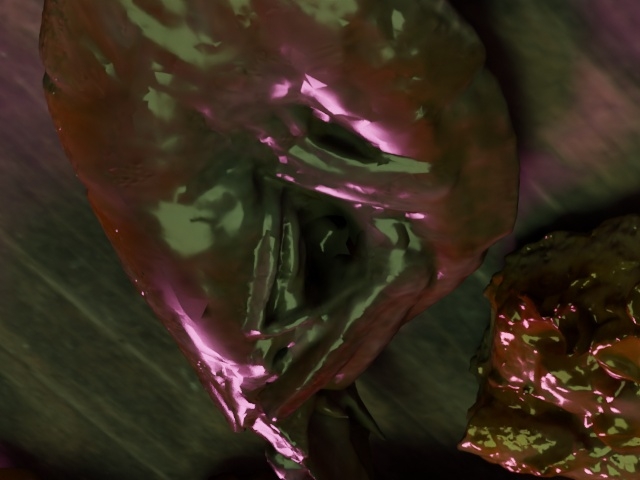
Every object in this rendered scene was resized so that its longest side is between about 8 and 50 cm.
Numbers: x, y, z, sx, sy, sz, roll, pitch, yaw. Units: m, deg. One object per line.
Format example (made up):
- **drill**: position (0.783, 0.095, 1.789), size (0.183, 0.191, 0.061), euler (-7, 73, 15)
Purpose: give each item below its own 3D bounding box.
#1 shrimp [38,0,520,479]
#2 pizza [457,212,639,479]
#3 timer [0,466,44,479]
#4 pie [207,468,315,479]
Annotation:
- **shrimp**: position (0.000, 0.000, 0.712), size (0.168, 0.077, 0.317), euler (1, 135, 24)
- **pizza**: position (0.130, 0.044, 0.705), size (0.182, 0.062, 0.161), euler (10, 140, 20)
- **timer**: position (-0.147, 0.269, 0.987), size (0.233, 0.240, 0.233), euler (-20, 149, -12)
- **pie**: position (0.075, 0.208, 0.917), size (0.308, 0.085, 0.308), euler (14, 143, 11)
